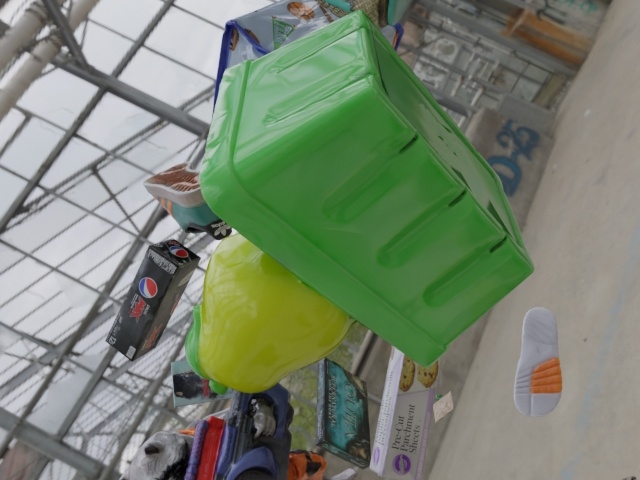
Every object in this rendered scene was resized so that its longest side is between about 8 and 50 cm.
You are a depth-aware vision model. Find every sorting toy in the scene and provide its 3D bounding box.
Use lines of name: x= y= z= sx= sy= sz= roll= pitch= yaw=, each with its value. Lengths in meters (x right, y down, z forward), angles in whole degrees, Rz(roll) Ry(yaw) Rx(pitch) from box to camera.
sorting toy: x=0.277 y=0.367 z=1.210 sx=0.062 sy=0.012 sz=0.083 roll=-50 pitch=10 yaw=21

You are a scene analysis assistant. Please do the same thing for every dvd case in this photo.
dvd case: x=-0.228 y=0.273 z=1.051 sx=0.013 sy=0.119 sz=0.087 roll=125 pitch=139 yaw=-61

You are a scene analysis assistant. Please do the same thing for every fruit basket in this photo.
fruit basket: x=0.000 y=0.000 z=0.613 sx=0.283 sy=0.391 sz=0.392 roll=-91 pitch=17 yaw=-46

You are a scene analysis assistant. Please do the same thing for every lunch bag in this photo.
lunch bag: x=-0.043 y=-0.270 z=1.095 sx=0.328 sy=0.239 sz=0.386 roll=-40 pitch=-14 yaw=-39

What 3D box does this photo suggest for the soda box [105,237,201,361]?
soda box: x=-0.234 y=0.082 z=0.750 sx=0.169 sy=0.053 sz=0.060 roll=-59 pitch=-10 yaw=18

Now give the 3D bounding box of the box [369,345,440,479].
box: x=0.144 y=0.198 z=0.834 sx=0.063 sy=0.067 sz=0.324 roll=134 pitch=151 yaw=-72

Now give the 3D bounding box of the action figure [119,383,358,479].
action figure: x=-0.093 y=0.344 z=0.637 sx=0.178 sy=0.330 sz=0.341 roll=-33 pitch=28 yaw=35

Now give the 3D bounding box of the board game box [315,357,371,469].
board game box: x=0.046 y=0.334 z=1.052 sx=0.026 sy=0.126 sz=0.186 roll=-39 pitch=29 yaw=29

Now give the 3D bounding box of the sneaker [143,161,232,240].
sneaker: x=-0.259 y=-0.073 z=1.046 sx=0.108 sy=0.121 sz=0.302 roll=-30 pitch=27 yaw=-20

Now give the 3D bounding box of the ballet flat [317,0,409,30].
ballet flat: x=0.141 y=-0.532 z=0.912 sx=0.483 sy=0.181 sz=0.164 roll=-54 pitch=-20 yaw=-28

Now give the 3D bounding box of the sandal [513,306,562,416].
sandal: x=0.524 y=0.293 z=1.280 sx=0.076 sy=0.101 sz=0.266 roll=57 pitch=-136 yaw=-53

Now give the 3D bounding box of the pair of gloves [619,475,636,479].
pair of gloves: x=0.387 y=0.457 z=0.838 sx=0.240 sy=0.042 sz=0.204 roll=-8 pitch=-42 yaw=-34
